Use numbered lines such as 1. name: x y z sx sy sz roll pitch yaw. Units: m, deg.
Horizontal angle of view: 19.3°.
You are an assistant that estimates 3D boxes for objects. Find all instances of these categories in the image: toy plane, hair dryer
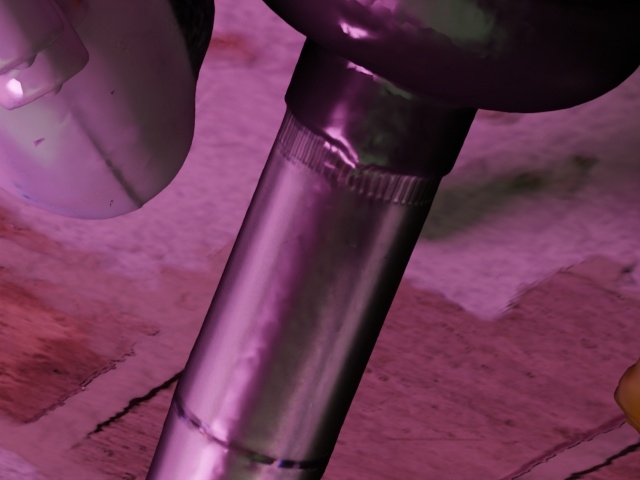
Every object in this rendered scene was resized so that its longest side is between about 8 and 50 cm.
1. toy plane: -0.109 -0.121 0.597 0.117 0.244 0.244 -30 143 -1
2. hair dryer: -0.009 -0.019 0.759 0.156 0.284 0.320 18 117 -12

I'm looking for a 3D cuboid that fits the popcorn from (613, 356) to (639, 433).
1. popcorn: 0.282 0.055 0.801 0.286 0.173 0.225 -30 147 34
